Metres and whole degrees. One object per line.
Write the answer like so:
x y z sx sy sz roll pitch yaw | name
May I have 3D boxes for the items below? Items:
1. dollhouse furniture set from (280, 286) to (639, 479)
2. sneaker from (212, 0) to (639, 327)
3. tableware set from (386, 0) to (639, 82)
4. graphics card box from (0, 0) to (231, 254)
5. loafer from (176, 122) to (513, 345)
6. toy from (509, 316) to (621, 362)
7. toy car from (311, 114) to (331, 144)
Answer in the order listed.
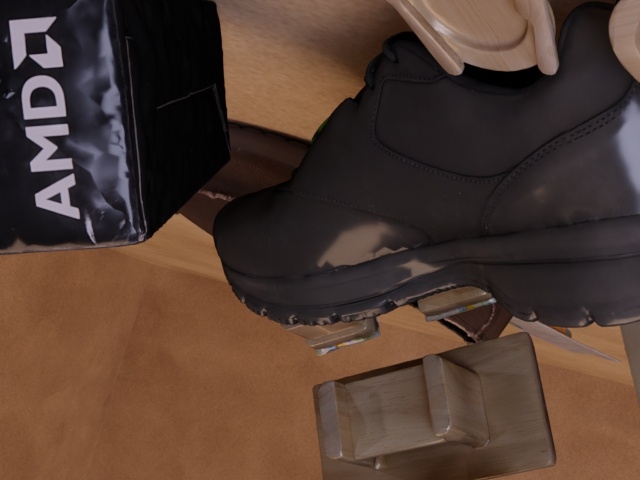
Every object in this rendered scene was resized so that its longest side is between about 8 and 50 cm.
0.116 0.095 0.588 0.242 0.212 0.161 -18 155 25 | dollhouse furniture set
0.049 -0.035 0.464 0.286 0.130 0.109 -7 -164 45 | sneaker
0.064 -0.088 0.295 0.169 0.020 0.141 13 154 41 | tableware set
-0.235 -0.048 0.442 0.371 0.094 0.233 -3 -169 4 | graphics card box
0.000 0.000 0.845 0.366 0.130 0.134 15 173 10 | loafer
0.225 0.069 1.200 0.237 0.056 0.137 22 176 -8 | toy
0.098 -0.041 0.617 0.225 0.053 0.239 21 171 -32 | toy car
